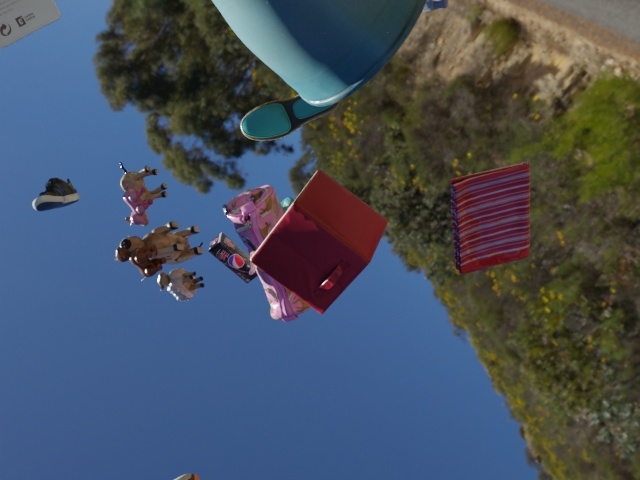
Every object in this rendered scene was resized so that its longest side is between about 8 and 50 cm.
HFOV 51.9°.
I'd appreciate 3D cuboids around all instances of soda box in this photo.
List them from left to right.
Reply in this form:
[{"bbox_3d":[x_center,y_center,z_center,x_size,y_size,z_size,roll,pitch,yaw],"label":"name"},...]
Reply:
[{"bbox_3d":[-0.263,0.054,2.018,0.169,0.053,0.060,42,-157,-26],"label":"soda box"}]

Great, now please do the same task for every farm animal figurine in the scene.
[{"bbox_3d":[-0.482,-0.013,1.876,0.326,0.172,0.331,38,-141,-51],"label":"farm animal figurine"}]

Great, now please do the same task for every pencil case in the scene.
[{"bbox_3d":[-0.134,0.039,1.858,0.160,0.167,0.386,11,131,49],"label":"pencil case"}]

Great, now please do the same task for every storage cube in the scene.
[{"bbox_3d":[0.000,0.000,1.394,0.193,0.184,0.215,37,-147,-5],"label":"storage cube"}]

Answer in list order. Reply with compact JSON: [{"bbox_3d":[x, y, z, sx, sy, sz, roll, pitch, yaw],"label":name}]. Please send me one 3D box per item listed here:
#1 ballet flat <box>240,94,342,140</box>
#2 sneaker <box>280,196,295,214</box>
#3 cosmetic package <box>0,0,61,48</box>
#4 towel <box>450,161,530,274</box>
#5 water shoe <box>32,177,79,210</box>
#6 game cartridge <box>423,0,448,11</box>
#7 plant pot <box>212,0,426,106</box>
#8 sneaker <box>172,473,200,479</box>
[{"bbox_3d":[-0.054,-0.264,1.377,0.073,0.232,0.080,-33,-73,-69],"label":"ballet flat"},{"bbox_3d":[-0.158,-0.077,2.063,0.110,0.107,0.275,51,-143,-5],"label":"sneaker"},{"bbox_3d":[-0.740,-0.637,1.323,0.230,0.161,0.453,26,147,43],"label":"cosmetic package"},{"bbox_3d":[0.421,-0.049,1.614,0.031,0.198,0.275,-107,5,-56],"label":"towel"},{"bbox_3d":[-0.745,-0.131,1.823,0.203,0.072,0.080,-59,-55,-83],"label":"water shoe"},{"bbox_3d":[0.155,-0.627,1.376,0.198,0.297,0.062,5,-141,26],"label":"game cartridge"},{"bbox_3d":[-0.033,-0.367,0.891,0.255,0.272,0.272,30,-160,-32],"label":"plant pot"},{"bbox_3d":[-0.392,0.598,1.510,0.099,0.262,0.121,51,-175,-36],"label":"sneaker"}]
